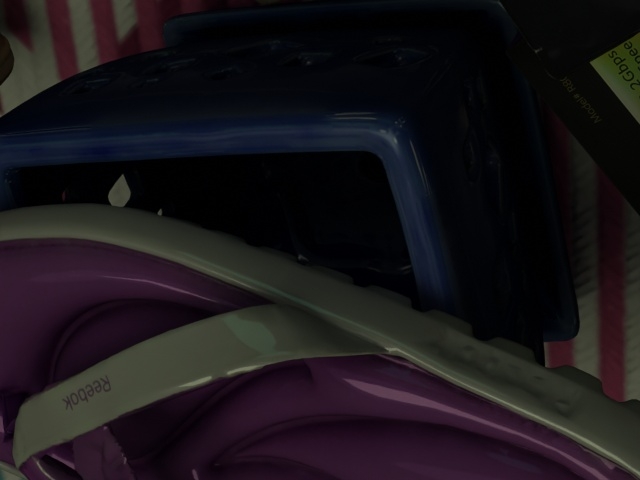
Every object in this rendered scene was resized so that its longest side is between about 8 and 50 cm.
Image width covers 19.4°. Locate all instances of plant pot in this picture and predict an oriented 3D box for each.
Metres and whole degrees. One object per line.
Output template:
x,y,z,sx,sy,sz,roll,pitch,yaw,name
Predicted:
0.000,0.000,0.940,0.236,0.212,0.236,-1,119,27,plant pot

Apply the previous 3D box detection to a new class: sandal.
-0.038,0.085,0.811,0.416,0.102,0.169,10,124,22,sandal

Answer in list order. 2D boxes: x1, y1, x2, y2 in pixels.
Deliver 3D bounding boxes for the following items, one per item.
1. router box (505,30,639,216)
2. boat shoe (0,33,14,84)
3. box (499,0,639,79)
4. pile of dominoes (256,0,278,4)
0.276,-0.046,0.853,0.309,0.081,0.243,49,129,-8,router box
-0.332,-0.157,1.067,0.341,0.121,0.110,17,127,18,boat shoe
0.112,-0.208,0.714,0.103,0.261,0.184,-31,104,38,box
0.001,-0.221,0.864,0.251,0.040,0.196,-9,117,49,pile of dominoes
